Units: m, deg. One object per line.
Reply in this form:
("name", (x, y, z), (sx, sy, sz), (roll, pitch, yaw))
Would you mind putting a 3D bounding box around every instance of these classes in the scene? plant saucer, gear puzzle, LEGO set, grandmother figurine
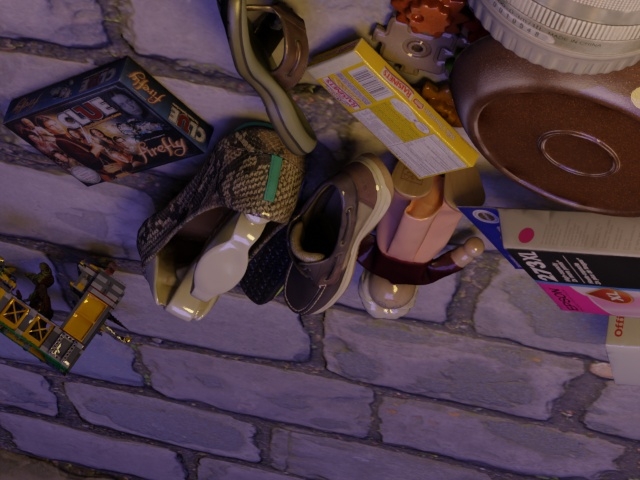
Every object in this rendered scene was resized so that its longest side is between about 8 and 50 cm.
("plant saucer", (0.274, -0.106, 1.316), (0.310, 0.050, 0.310), (20, 159, 8))
("gear puzzle", (0.144, -0.212, 1.391), (0.175, 0.044, 0.339), (16, 151, -1))
("LEGO set", (-0.442, 0.089, 2.102), (0.255, 0.192, 0.331), (33, 165, 6))
("grandmother figurine", (0.114, 0.007, 1.735), (0.208, 0.104, 0.342), (22, 149, 5))

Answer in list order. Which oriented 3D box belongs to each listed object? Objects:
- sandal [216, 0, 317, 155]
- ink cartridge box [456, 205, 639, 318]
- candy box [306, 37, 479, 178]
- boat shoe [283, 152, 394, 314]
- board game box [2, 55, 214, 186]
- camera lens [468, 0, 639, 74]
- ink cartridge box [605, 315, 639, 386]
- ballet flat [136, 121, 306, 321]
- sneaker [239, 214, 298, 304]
("sandal", (-0.050, -0.216, 1.433), (0.086, 0.120, 0.303), (-22, 144, 6))
("ink cartridge box", (0.348, 0.029, 1.495), (0.371, 0.069, 0.176), (7, 157, 40))
("candy box", (0.085, -0.151, 1.488), (0.206, 0.027, 0.105), (42, 157, -22))
("boat shoe", (0.000, 0.000, 1.647), (0.092, 0.103, 0.285), (-14, 151, -36))
("board game box", (-0.287, -0.153, 1.696), (0.243, 0.042, 0.165), (-12, 141, 40))
("camera lens", (0.240, -0.293, 1.025), (0.219, 0.219, 0.274), (15, 151, 0))
("ink cartridge box", (0.486, 0.122, 1.727), (0.176, 0.128, 0.127), (4, 149, 21))
("ballet flat", (-0.160, 0.010, 1.774), (0.164, 0.182, 0.483), (17, 152, -18))
("sneaker", (-0.038, 0.014, 1.841), (0.084, 0.097, 0.234), (56, 141, 2))
